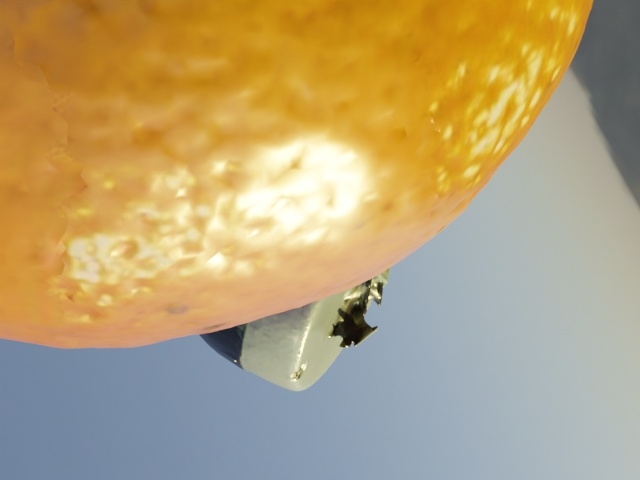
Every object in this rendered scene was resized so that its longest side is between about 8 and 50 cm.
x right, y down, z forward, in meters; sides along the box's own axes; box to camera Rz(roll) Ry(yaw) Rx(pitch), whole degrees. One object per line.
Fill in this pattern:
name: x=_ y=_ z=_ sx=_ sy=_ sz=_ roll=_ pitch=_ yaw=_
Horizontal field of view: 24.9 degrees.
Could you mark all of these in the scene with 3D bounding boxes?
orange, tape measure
orange: x=-0.087 y=-0.164 z=0.607 sx=0.326 sy=0.424 sz=0.424 roll=99 pitch=150 yaw=-62
tape measure: x=-0.002 y=0.004 z=0.930 sx=0.107 sy=0.181 sz=0.182 roll=26 pitch=-157 yaw=12
